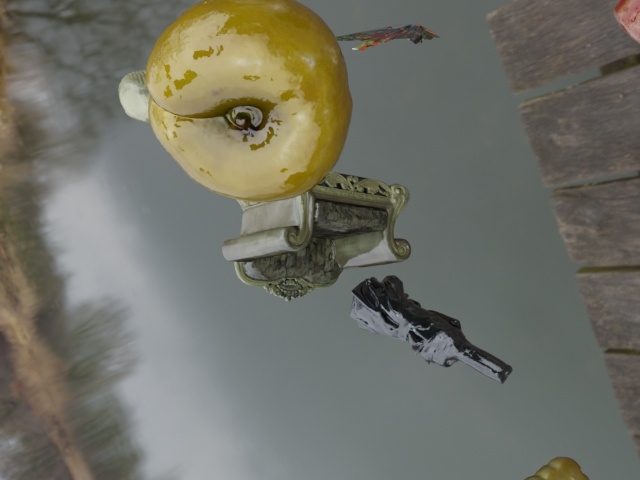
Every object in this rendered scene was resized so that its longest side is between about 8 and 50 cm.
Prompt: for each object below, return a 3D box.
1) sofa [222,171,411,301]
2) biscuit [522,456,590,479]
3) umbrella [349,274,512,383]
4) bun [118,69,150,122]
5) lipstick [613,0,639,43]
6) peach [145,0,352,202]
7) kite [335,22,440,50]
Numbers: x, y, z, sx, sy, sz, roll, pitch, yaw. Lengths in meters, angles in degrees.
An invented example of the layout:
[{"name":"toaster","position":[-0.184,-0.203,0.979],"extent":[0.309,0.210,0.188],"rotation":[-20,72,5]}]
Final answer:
[{"name":"sofa","position":[0.000,0.000,1.122],"extent":[0.200,0.258,0.181],"rotation":[-14,74,51]},{"name":"biscuit","position":[0.190,0.347,0.674],"extent":[0.172,0.255,0.029],"rotation":[57,171,-2]},{"name":"umbrella","position":[0.183,0.154,1.195],"extent":[0.340,0.118,0.118],"rotation":[25,133,48]},{"name":"bun","position":[-0.337,-0.307,1.509],"extent":[0.164,0.188,0.111],"rotation":[-129,36,-53]},{"name":"lipstick","position":[0.200,-0.171,0.264],"extent":[0.061,0.068,0.274],"rotation":[46,153,11]},{"name":"peach","position":[-0.060,-0.115,0.571],"extent":[0.179,0.103,0.179],"rotation":[7,127,9]},{"name":"kite","position":[0.097,-0.328,1.129],"extent":[0.241,0.183,0.014],"rotation":[9,120,31]}]
